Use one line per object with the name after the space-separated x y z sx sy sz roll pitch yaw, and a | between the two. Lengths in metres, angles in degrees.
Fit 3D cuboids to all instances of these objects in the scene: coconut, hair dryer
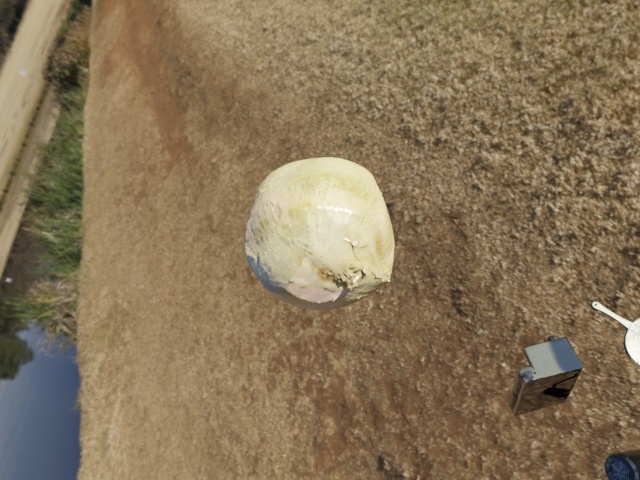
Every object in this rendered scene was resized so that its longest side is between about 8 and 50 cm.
0.000 0.000 0.926 0.297 0.297 0.255 -36 32 36 | coconut
0.630 0.532 0.967 0.071 0.124 0.219 -150 66 -65 | hair dryer

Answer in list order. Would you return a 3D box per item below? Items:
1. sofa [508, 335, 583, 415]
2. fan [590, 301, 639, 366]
0.311 0.195 0.685 0.085 0.147 0.060 -18 51 3 | sofa
0.717 0.205 1.059 0.152 0.008 0.226 -44 60 -14 | fan
